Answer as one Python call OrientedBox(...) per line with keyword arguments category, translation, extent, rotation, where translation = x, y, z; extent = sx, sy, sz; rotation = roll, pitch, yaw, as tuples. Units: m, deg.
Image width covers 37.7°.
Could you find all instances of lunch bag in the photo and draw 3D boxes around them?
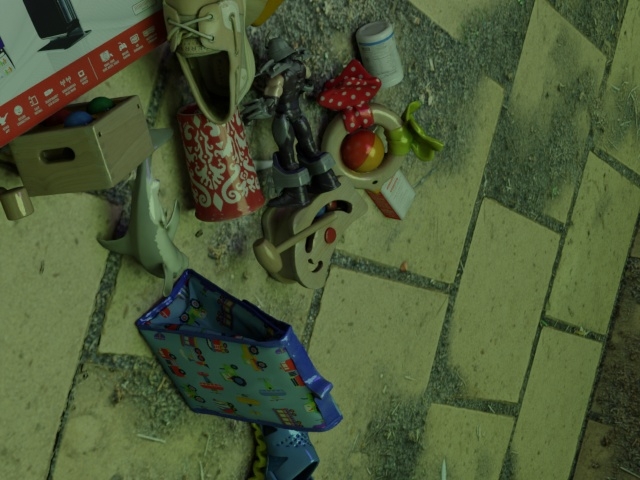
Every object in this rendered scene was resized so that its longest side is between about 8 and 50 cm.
OrientedBox(category="lunch bag", translation=(-0.106, 0.192, 1.447), extent=(0.138, 0.293, 0.221), rotation=(-50, 135, -29))

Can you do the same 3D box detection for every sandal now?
OrientedBox(category="sandal", translation=(-0.052, 0.376, 1.697), extent=(0.126, 0.138, 0.318), rotation=(-9, 106, -47))

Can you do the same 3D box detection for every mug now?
OrientedBox(category="mug", translation=(-0.162, -0.133, 1.457), extent=(0.113, 0.150, 0.169), rotation=(-16, 113, -8))

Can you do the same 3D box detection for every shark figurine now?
OrientedBox(category="shark figurine", translation=(-0.266, -0.030, 1.348), extent=(0.166, 0.116, 0.278), rotation=(-82, 168, -55))

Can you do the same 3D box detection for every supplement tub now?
OrientedBox(category="supplement tub", translation=(0.110, -0.343, 1.730), extent=(0.071, 0.071, 0.107), rotation=(-46, 133, -33))

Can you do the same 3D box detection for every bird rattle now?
OrientedBox(category="bird rattle", translation=(0.089, -0.189, 1.694), extent=(0.253, 0.143, 0.207), rotation=(21, 108, -35))

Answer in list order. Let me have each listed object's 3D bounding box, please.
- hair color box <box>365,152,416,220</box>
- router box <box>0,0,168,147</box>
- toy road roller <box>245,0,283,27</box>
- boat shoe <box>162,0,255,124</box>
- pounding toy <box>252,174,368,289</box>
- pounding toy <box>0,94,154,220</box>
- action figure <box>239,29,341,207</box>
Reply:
OrientedBox(category="hair color box", translation=(0.132, -0.107, 1.850), extent=(0.072, 0.043, 0.141), rotation=(-62, 140, -19))
OrientedBox(category="router box", translation=(-0.363, -0.317, 1.145), extent=(0.335, 0.082, 0.301), rotation=(-44, 131, -34))
OrientedBox(category="toy road roller", translation=(-0.118, -0.495, 1.345), extent=(0.329, 0.241, 0.202), rotation=(-47, 148, 23))
OrientedBox(category="boat shoe", translation=(-0.156, -0.286, 1.255), extent=(0.302, 0.109, 0.098), rotation=(79, 19, -51))
OrientedBox(category="pounding toy", translation=(0.000, 0.000, 1.629), extent=(0.269, 0.154, 0.154), rotation=(-42, 126, -35))
OrientedBox(category="pounding toy", translation=(-0.341, -0.108, 1.179), extent=(0.206, 0.181, 0.094), rotation=(-59, 140, -59))
OrientedBox(category="action figure", translation=(-0.055, -0.201, 1.536), extent=(0.185, 0.099, 0.285), rotation=(-33, 119, -46))
